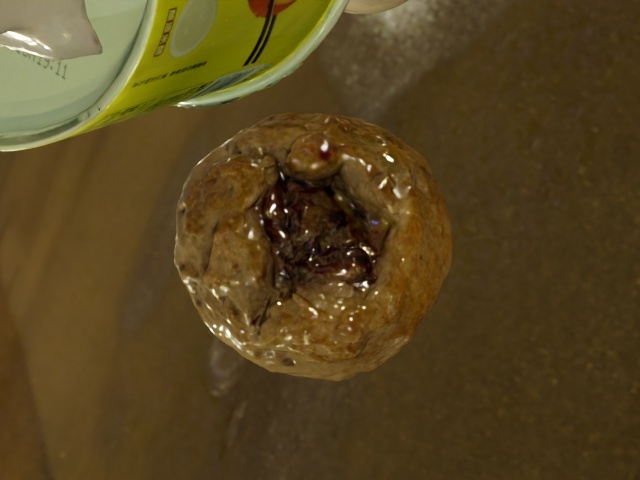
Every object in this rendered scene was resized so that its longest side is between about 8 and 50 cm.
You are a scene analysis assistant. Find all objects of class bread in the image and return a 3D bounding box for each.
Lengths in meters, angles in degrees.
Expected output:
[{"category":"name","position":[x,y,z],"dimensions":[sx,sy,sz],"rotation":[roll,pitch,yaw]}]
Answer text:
[{"category":"bread","position":[0.000,0.000,1.127],"dimensions":[0.123,0.230,0.230],"rotation":[136,152,-70]}]

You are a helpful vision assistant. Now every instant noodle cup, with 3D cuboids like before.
[{"category":"instant noodle cup","position":[-0.143,-0.197,0.807],"dimensions":[0.311,0.311,0.221],"rotation":[-58,-7,29]}]

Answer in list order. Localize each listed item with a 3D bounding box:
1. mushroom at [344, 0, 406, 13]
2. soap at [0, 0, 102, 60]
[{"category":"mushroom","position":[-0.010,-0.360,1.365],"dimensions":[0.290,0.297,0.297],"rotation":[-9,49,19]},{"category":"soap","position":[-0.258,-0.143,0.468],"dimensions":[0.258,0.302,0.158],"rotation":[-36,-43,-51]}]
